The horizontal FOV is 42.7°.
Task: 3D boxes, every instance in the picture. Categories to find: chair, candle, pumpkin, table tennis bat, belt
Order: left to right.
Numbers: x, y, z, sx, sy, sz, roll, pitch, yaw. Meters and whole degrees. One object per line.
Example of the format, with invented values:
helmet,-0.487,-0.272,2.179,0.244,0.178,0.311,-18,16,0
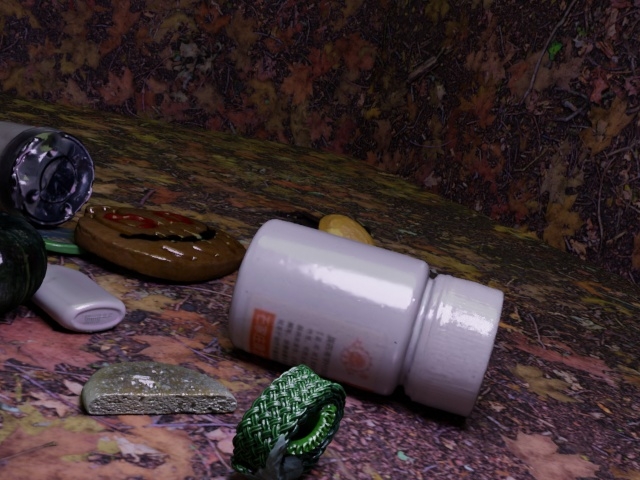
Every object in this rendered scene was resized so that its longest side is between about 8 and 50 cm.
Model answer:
pumpkin,-0.479,0.024,1.114,0.211,0.152,0.212,3,24,-1
candle,-0.596,-0.136,1.591,0.330,0.188,0.187,13,9,38
table tennis bat,-0.510,-0.003,1.464,0.160,0.039,0.257,17,11,21
belt,-0.027,0.212,0.900,0.079,0.121,0.151,27,29,28
chair,0.000,0.000,1.857,0.113,0.106,0.229,26,16,35

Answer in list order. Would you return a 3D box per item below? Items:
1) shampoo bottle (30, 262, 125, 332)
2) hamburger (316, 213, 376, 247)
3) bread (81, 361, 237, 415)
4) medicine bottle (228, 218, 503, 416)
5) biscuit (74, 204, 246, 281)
shampoo bottle,-0.390,0.073,1.230,0.108,0.051,0.220,-3,22,-46
hamburger,0.042,0.023,1.709,0.162,0.115,0.162,30,34,-24
bread,-0.210,0.177,1.028,0.192,0.036,0.112,7,14,-31
medicine bottle,0.067,0.114,1.216,0.371,0.211,0.211,17,13,8
biscuit,-0.315,-0.010,1.589,0.314,0.063,0.367,24,13,16
